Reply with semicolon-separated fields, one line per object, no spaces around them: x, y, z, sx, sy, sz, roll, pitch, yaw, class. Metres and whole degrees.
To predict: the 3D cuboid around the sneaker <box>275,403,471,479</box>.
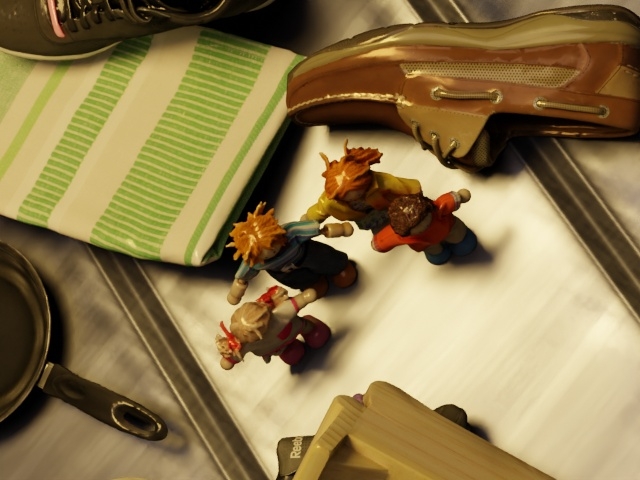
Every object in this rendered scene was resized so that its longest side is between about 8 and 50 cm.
0.016;0.199;1.609;0.234;0.078;0.106;-37;98;11;sneaker

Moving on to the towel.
-0.192;-0.113;1.763;0.324;0.038;0.248;18;69;23;towel

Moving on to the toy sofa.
0.137;0.272;1.495;0.362;0.177;0.150;28;110;6;toy sofa

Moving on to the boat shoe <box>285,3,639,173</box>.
0.126;-0.123;1.635;0.324;0.122;0.120;-6;79;20;boat shoe

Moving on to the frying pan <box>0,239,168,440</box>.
-0.280;0.090;1.775;0.326;0.053;0.197;-1;78;18;frying pan

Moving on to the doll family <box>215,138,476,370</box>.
0.000;0.000;1.628;0.263;0.163;0.118;-35;69;10;doll family

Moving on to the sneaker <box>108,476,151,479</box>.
-0.238;0.262;1.697;0.225;0.092;0.088;-12;74;17;sneaker

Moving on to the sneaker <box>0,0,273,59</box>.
-0.186;-0.229;1.705;0.295;0.147;0.105;-10;93;11;sneaker
